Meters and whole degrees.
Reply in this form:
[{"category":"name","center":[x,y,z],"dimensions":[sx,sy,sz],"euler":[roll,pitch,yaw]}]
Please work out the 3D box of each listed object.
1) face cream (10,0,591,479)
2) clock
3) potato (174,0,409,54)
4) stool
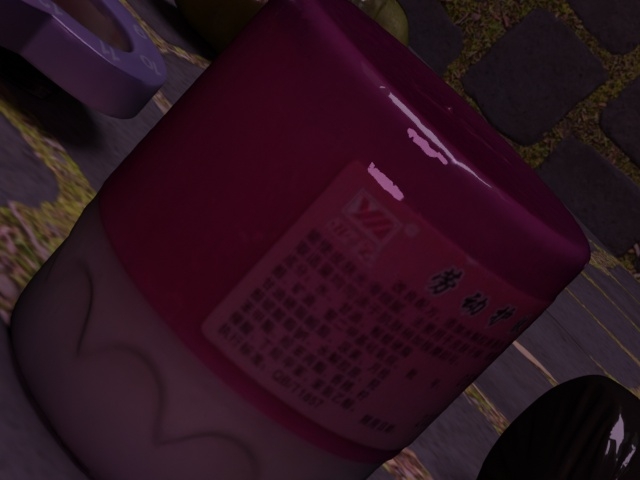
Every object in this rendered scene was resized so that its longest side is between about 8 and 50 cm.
[{"category":"face cream","center":[-0.010,0.013,0.569],"dimensions":[0.175,0.195,0.175],"euler":[39,14,-12]},{"category":"clock","center":[-0.190,-0.148,0.793],"dimensions":[0.198,0.064,0.172],"euler":[33,18,-38]},{"category":"potato","center":[-0.028,-0.196,1.258],"dimensions":[0.272,0.160,0.111],"euler":[36,40,-32]},{"category":"stool","center":[0.156,0.164,0.757],"dimensions":[0.121,0.125,0.217],"euler":[43,23,-10]}]
